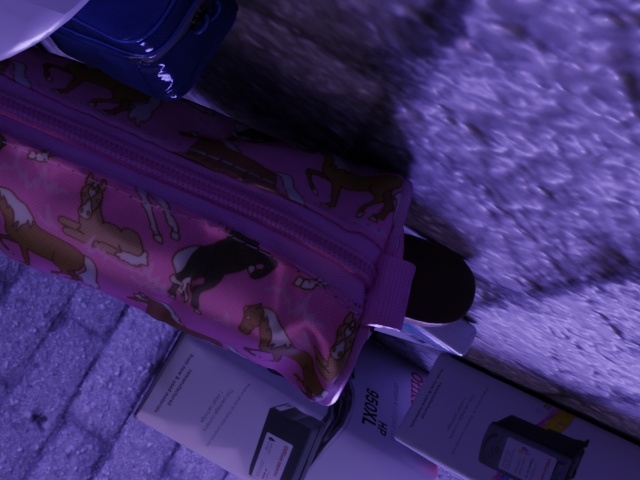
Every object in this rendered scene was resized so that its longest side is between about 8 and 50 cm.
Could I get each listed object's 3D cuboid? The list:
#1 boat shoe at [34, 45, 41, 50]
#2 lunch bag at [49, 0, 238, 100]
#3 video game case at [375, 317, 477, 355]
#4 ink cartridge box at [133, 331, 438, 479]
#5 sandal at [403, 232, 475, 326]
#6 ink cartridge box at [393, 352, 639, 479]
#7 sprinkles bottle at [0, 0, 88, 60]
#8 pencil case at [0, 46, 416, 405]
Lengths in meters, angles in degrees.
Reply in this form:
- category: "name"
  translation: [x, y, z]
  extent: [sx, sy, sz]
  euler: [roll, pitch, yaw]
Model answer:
- category: "boat shoe"
  translation: [-0.296, -0.144, 0.777]
  extent: [0.104, 0.111, 0.307]
  euler: [33, 160, 6]
- category: "lunch bag"
  translation: [-0.088, -0.113, 0.404]
  extent: [0.098, 0.067, 0.065]
  euler: [26, 169, 19]
- category: "video game case"
  translation: [-0.038, 0.007, 0.932]
  extent: [0.329, 0.036, 0.300]
  euler: [34, 169, -21]
- category: "ink cartridge box"
  translation: [-0.032, 0.230, 1.314]
  extent: [0.395, 0.166, 0.285]
  euler: [31, -159, -6]
- category: "sandal"
  translation: [-0.003, 0.006, 0.684]
  extent: [0.240, 0.088, 0.079]
  euler: [25, 166, -1]
- category: "ink cartridge box"
  translation: [0.277, 0.281, 1.090]
  extent: [0.306, 0.131, 0.226]
  euler: [22, 167, 37]
- category: "sprinkles bottle"
  translation: [-0.176, -0.179, 0.187]
  extent: [0.121, 0.121, 0.355]
  euler: [25, 168, 28]
- category: "pencil case"
  translation: [-0.130, -0.037, 0.546]
  extent: [0.386, 0.160, 0.167]
  euler: [24, -151, -2]
